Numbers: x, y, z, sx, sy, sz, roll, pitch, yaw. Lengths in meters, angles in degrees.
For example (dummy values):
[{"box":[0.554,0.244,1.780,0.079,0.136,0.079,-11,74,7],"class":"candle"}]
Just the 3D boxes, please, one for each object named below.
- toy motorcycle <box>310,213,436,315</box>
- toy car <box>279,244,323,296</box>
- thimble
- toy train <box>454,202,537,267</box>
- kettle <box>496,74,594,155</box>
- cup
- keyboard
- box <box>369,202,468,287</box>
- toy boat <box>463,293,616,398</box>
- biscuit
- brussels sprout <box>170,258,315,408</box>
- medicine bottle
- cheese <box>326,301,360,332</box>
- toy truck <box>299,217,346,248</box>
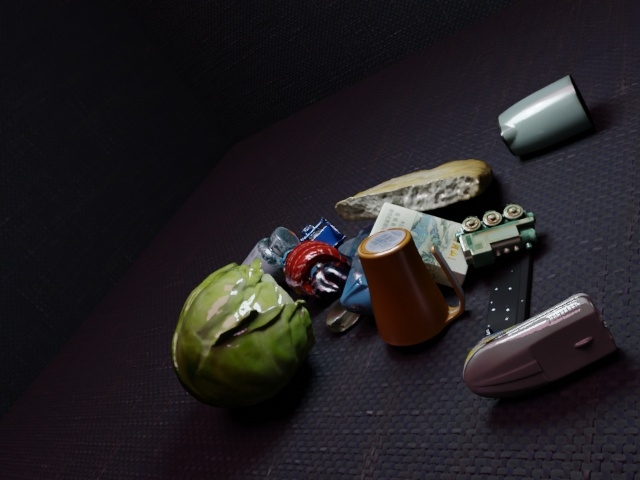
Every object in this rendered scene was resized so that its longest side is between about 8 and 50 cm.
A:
[{"box":[0.181,0.072,1.584,0.416,0.172,0.232,-27,37,-10],"class":"toy motorcycle"},{"box":[-0.072,0.097,1.880,0.126,0.161,0.098,-50,16,-20],"class":"toy car"},{"box":[-0.006,0.089,1.765,0.125,0.189,0.163,-148,63,-63],"class":"thimble"},{"box":[0.427,-0.010,1.390,0.194,0.081,0.125,-16,48,11],"class":"toy train"},{"box":[0.649,-0.351,1.687,0.236,0.161,0.221,-26,-1,30],"class":"kettle"},{"box":[0.211,0.106,1.362,0.226,0.264,0.182,-14,24,23],"class":"cup"},{"box":[0.436,0.105,1.319,0.101,0.018,0.310,-21,29,36],"class":"keyboard"},{"box":[0.259,0.010,1.487,0.256,0.069,0.164,17,51,12],"class":"box"},{"box":[0.396,0.198,1.080,0.269,0.141,0.141,-28,26,28],"class":"toy boat"},{"box":[0.292,-0.144,1.709,0.429,0.104,0.446,-13,8,25],"class":"biscuit"},{"box":[-0.231,0.268,1.561,0.361,0.342,0.425,-39,12,-18],"class":"brussels sprout"},{"box":[-0.187,0.089,1.959,0.293,0.141,0.141,-52,17,27],"class":"medicine bottle"},{"box":[0.083,0.188,1.627,0.171,0.047,0.092,-43,22,-23],"class":"cheese"},{"box":[0.000,0.000,1.937,0.113,0.126,0.208,-45,8,-11],"class":"toy truck"}]
